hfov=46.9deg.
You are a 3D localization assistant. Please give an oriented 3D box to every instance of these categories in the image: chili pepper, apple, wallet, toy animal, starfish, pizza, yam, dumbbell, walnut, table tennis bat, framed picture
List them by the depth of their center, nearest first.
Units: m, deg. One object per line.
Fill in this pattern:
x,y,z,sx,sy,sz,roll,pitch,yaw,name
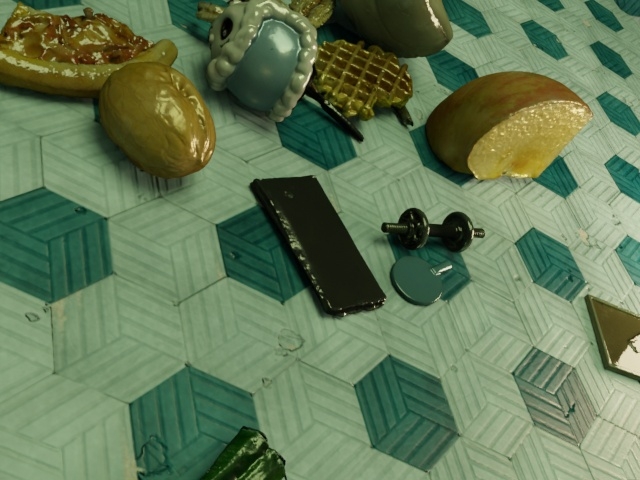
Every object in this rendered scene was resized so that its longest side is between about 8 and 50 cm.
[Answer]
-0.134,0.318,0.861,0.088,0.059,0.227,55,46,-2,chili pepper
-0.250,-0.186,1.148,0.206,0.159,0.159,47,42,17,walnut
-0.396,-0.312,1.208,0.365,0.074,0.182,-8,68,-41,pizza
0.000,0.001,1.254,0.146,0.030,0.285,-7,58,-43,wallet
0.188,0.066,1.341,0.155,0.019,0.100,-22,69,-43,table tennis bat
-0.115,-0.322,1.343,0.204,0.208,0.156,25,63,-17,toy animal
0.216,-0.018,1.388,0.254,0.081,0.081,2,53,-35,dumbbell
0.672,0.222,1.554,0.250,0.016,0.184,20,45,-21,framed picture
-0.110,-0.511,1.585,0.324,0.082,0.432,23,41,-15,starfish
0.175,-0.305,1.647,0.033,0.027,0.129,51,16,-56,yam
0.404,-0.255,1.649,0.309,0.314,0.252,3,95,-34,apple

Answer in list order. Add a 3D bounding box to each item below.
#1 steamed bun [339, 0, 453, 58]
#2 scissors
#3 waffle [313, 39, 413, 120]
0.155,-0.590,1.723,0.247,0.236,0.383,51,27,-52,steamed bun
0.008,-0.275,1.484,0.220,0.088,0.017,42,62,-13,scissors
0.098,-0.345,1.591,0.253,0.056,0.249,2,51,-25,waffle
